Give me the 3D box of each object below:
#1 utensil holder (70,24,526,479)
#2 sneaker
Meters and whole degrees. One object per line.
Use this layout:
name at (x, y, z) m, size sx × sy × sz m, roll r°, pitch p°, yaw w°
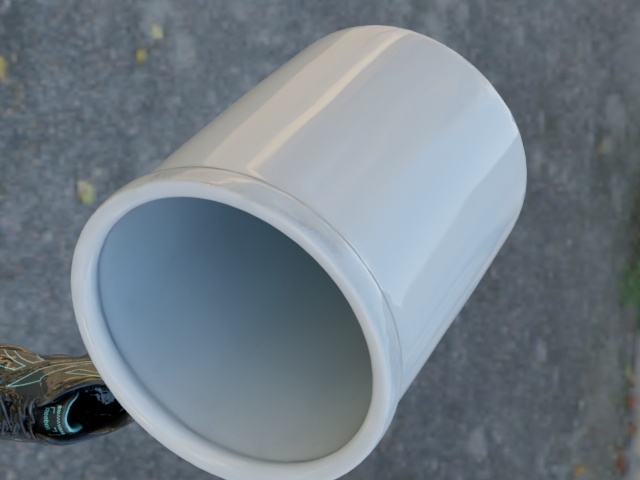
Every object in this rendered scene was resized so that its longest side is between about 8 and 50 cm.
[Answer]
utensil holder at (0.000, 0.000, 1.383) m, size 0.385 × 0.328 × 0.327 m, roll -46°, pitch 129°, yaw -48°
sneaker at (-0.297, 0.162, 1.454) m, size 0.106 × 0.267 × 0.101 m, roll -89°, pitch 171°, yaw -75°
